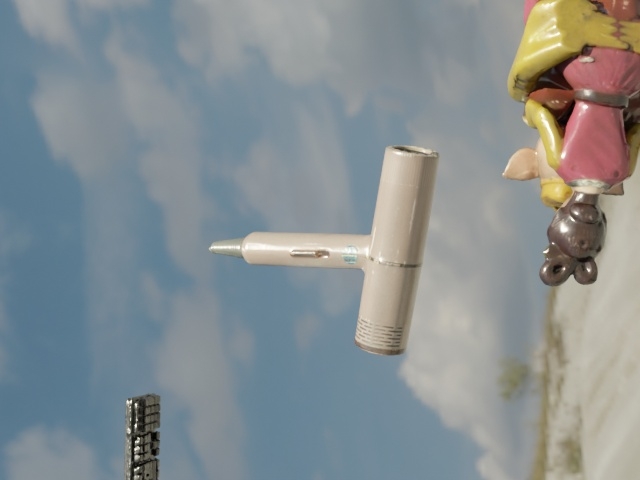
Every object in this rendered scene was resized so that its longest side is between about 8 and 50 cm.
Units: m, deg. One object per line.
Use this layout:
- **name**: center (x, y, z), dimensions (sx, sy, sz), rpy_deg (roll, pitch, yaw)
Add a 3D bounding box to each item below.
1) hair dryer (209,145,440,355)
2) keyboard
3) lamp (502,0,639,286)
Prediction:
- **hair dryer**: center (-0.001, -0.012, 1.300), dimensions (0.054, 0.220, 0.195), rpy_deg (-14, -63, -60)
- **keyboard**: center (-0.207, 0.296, 1.585), dimensions (0.072, 0.023, 0.231), rpy_deg (4, -93, -69)
- **lamp**: center (0.183, -0.098, 0.903), dimensions (0.118, 0.118, 0.253), rpy_deg (-14, -68, -72)
